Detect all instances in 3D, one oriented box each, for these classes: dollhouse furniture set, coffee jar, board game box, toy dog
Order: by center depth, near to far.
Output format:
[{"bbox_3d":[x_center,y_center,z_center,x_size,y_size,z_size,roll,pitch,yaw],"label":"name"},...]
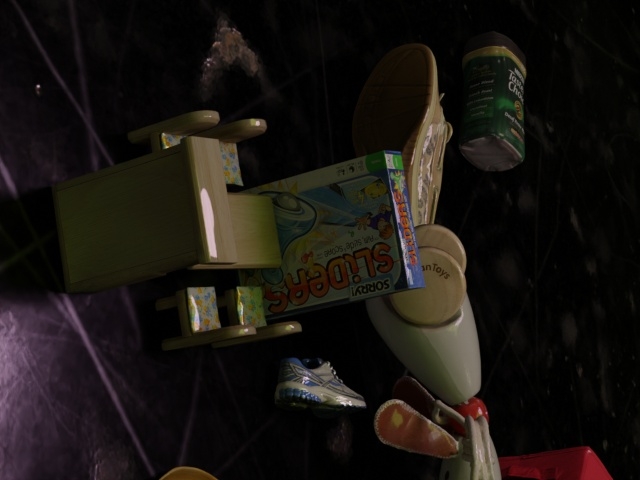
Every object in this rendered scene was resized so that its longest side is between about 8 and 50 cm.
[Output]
[{"bbox_3d":[-0.097,-0.015,1.258,0.242,0.161,0.212,1,77,-56],"label":"dollhouse furniture set"},{"bbox_3d":[0.000,0.000,1.362,0.035,0.201,0.136,-1,78,-56],"label":"board game box"},{"bbox_3d":[0.096,0.143,1.495,0.220,0.161,0.333,51,31,-74],"label":"toy dog"},{"bbox_3d":[0.240,-0.195,1.908,0.096,0.079,0.184,36,49,-45],"label":"coffee jar"}]

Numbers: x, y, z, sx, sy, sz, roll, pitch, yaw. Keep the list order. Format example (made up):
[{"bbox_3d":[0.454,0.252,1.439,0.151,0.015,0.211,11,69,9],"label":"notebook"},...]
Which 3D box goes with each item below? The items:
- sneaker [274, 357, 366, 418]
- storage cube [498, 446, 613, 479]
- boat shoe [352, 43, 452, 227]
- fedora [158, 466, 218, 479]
[{"bbox_3d":[0.003,0.152,1.450,0.135,0.052,0.058,24,55,-51],"label":"sneaker"},{"bbox_3d":[0.261,0.386,1.625,0.215,0.184,0.193,56,39,-29],"label":"storage cube"},{"bbox_3d":[0.098,-0.097,1.650,0.089,0.105,0.285,33,62,-52],"label":"boat shoe"},{"bbox_3d":[-0.090,0.296,1.229,0.194,0.079,0.194,27,56,-49],"label":"fedora"}]
